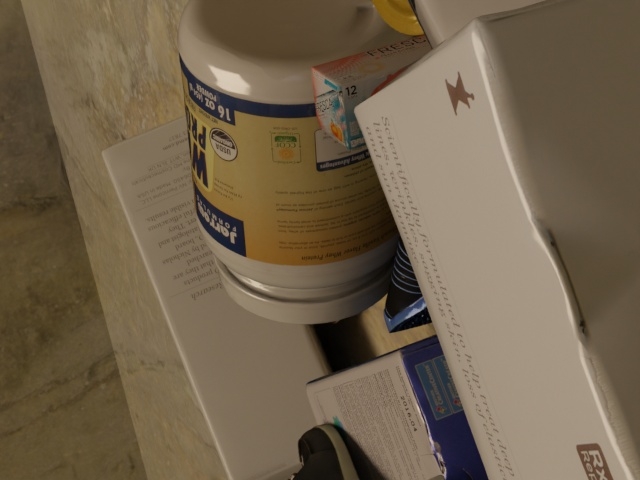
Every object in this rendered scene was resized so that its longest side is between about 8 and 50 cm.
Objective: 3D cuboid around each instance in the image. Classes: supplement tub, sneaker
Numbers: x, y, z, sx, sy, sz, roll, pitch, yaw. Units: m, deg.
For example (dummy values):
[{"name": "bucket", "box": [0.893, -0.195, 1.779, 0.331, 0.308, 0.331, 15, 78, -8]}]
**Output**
[{"name": "supplement tub", "box": [-0.017, -0.096, 1.771, 0.228, 0.228, 0.316, -126, 25, -46]}, {"name": "sneaker", "box": [-0.022, 0.256, 1.779, 0.222, 0.118, 0.083, -123, 19, -67]}, {"name": "sneaker", "box": [0.111, 0.017, 1.751, 0.090, 0.081, 0.232, 70, 156, 16]}]

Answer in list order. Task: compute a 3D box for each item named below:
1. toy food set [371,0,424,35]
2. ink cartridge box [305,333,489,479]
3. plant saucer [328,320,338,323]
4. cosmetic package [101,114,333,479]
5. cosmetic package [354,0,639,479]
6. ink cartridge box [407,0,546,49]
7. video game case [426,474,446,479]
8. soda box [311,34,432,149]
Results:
[{"name": "toy food set", "box": [0.084, -0.279, 1.574, 0.128, 0.071, 0.218, -49, 59, 42]}, {"name": "ink cartridge box", "box": [0.141, 0.223, 1.724, 0.395, 0.151, 0.270, 146, 104, -73]}, {"name": "plant saucer", "box": [0.000, 0.000, 2.131, 0.198, 0.036, 0.198, 163, 90, -72]}, {"name": "cosmetic package", "box": [-0.103, 0.087, 2.229, 0.230, 0.162, 0.453, 67, 180, -75]}, {"name": "cosmetic package", "box": [0.236, -0.032, 0.796, 0.156, 0.385, 0.217, 155, 98, -72]}, {"name": "ink cartridge box", "box": [0.134, -0.188, 1.173, 0.395, 0.166, 0.285, 65, -174, 21]}, {"name": "video game case", "box": [0.131, 0.345, 1.606, 0.227, 0.026, 0.206, 62, 160, 22]}, {"name": "soda box", "box": [0.087, -0.133, 1.487, 0.063, 0.183, 0.058, 40, 144, 57]}]
